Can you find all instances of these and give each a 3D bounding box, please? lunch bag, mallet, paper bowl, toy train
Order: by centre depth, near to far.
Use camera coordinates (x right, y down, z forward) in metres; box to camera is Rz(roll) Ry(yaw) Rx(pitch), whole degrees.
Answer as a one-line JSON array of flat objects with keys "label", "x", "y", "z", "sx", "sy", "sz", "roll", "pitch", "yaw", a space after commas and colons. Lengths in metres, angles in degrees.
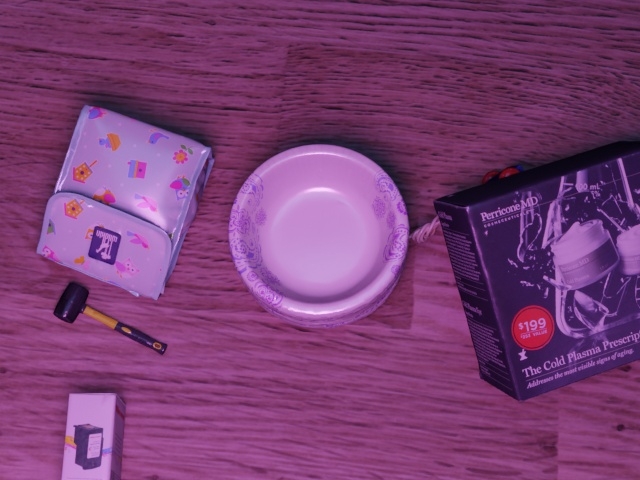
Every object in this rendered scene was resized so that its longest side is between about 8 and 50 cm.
[{"label": "paper bowl", "x": 0.000, "y": 0.000, "z": 1.867, "sx": 0.284, "sy": 0.148, "sz": 0.284, "roll": -1, "pitch": 73, "yaw": 4}, {"label": "lunch bag", "x": -0.313, "y": -0.057, "z": 1.870, "sx": 0.223, "sy": 0.160, "sz": 0.262, "roll": 21, "pitch": 84, "yaw": -1}, {"label": "mallet", "x": -0.339, "y": 0.141, "z": 1.870, "sx": 0.190, "sy": 0.039, "sz": 0.062, "roll": 34, "pitch": 74, "yaw": 2}, {"label": "toy train", "x": 0.259, "y": -0.005, "z": 1.934, "sx": 0.248, "sy": 0.105, "sz": 0.143, "roll": -35, "pitch": 96, "yaw": -9}]

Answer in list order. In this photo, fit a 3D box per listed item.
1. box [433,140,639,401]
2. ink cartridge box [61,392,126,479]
[{"label": "box", "x": 0.394, "y": 0.039, "z": 1.825, "sx": 0.343, "sy": 0.179, "sz": 0.312, "roll": -18, "pitch": 98, "yaw": -9}, {"label": "ink cartridge box", "x": -0.342, "y": 0.326, "z": 1.761, "sx": 0.072, "sy": 0.127, "sz": 0.175, "roll": 2, "pitch": 72, "yaw": -1}]
